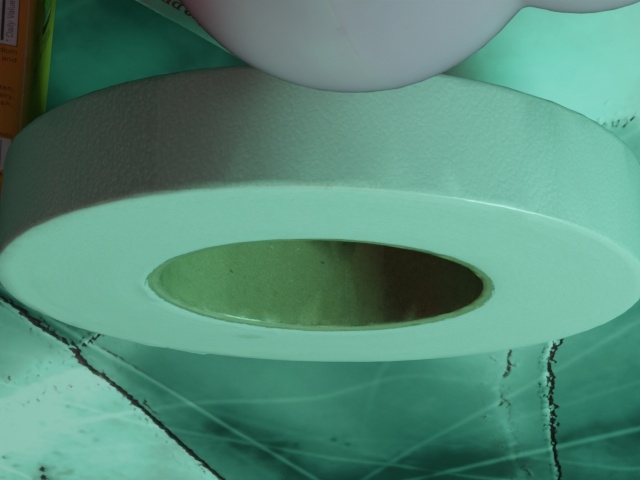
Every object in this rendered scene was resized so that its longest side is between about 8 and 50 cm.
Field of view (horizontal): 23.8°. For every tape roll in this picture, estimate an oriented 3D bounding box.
[{"bbox_3d":[0.000,0.000,0.919,0.392,0.072,0.392,1,164,0],"label":"tape roll"}]

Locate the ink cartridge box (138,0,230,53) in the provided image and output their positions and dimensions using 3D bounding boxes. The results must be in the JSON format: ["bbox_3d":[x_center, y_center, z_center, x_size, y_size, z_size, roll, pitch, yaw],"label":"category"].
[{"bbox_3d":[-0.054,-0.176,0.872,0.104,0.060,0.180,27,129,-23],"label":"ink cartridge box"}]

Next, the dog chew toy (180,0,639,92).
[{"bbox_3d":[0.090,-0.183,0.658,0.331,0.207,0.207,-10,133,19],"label":"dog chew toy"}]

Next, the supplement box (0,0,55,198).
[{"bbox_3d":[-0.203,-0.130,0.912,0.080,0.078,0.233,12,133,-6],"label":"supplement box"}]
